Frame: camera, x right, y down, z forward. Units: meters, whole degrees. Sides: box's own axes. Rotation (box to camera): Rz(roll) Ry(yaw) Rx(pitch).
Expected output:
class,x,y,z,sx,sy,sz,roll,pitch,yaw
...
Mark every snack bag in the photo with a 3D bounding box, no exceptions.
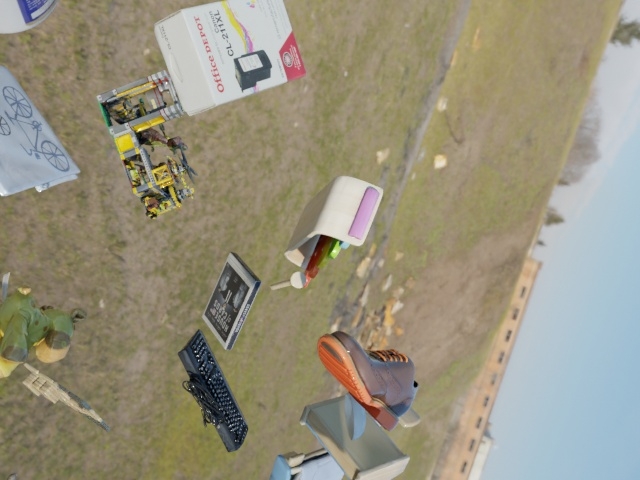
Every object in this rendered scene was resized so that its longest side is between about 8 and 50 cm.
class,x,y,z,sx,sy,sz,roll,pitch,yaw
snack bag,-0.721,-0.250,1.484,0.037,0.323,0.342,-30,-170,13

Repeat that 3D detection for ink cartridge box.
class,x,y,z,sx,sy,sz,roll,pitch,yaw
ink cartridge box,-0.119,-0.258,0.891,0.175,0.072,0.127,-31,109,-40

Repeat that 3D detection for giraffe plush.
class,x,y,z,sx,sy,sz,roll,pitch,yaw
giraffe plush,-0.590,0.190,1.345,0.170,0.181,0.210,31,58,-48

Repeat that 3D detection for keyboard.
class,x,y,z,sx,sy,sz,roll,pitch,yaw
keyboard,-0.151,0.233,0.979,0.192,0.038,0.100,66,22,-17

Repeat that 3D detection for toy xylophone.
class,x,y,z,sx,sy,sz,roll,pitch,yaw
toy xylophone,0.000,0.000,1.230,0.236,0.081,0.323,-65,-170,-9

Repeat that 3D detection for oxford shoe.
class,x,y,z,sx,sy,sz,roll,pitch,yaw
oxford shoe,0.075,0.184,0.944,0.098,0.097,0.271,-44,144,-9

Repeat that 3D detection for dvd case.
class,x,y,z,sx,sy,sz,roll,pitch,yaw
dvd case,-0.269,0.179,1.952,0.030,0.179,0.238,13,109,-40

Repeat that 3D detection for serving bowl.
class,x,y,z,sx,sy,sz,roll,pitch,yaw
serving bowl,0.064,0.315,1.169,0.083,0.027,0.083,177,-90,-81

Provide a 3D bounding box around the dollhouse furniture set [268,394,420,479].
class,x,y,z,sx,sy,sz,roll,pitch,yaw
dollhouse furniture set,0.068,0.516,1.440,0.286,0.198,0.303,-5,126,-38

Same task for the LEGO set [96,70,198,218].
class,x,y,z,sx,sy,sz,roll,pitch,yaw
LEGO set,-0.358,-0.230,1.512,0.255,0.192,0.331,74,-6,-74

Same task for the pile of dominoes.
class,x,y,z,sx,sy,sz,roll,pitch,yaw
pile of dominoes,-0.644,0.411,1.640,0.040,0.251,0.196,-52,147,-28

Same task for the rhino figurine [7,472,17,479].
class,x,y,z,sx,sy,sz,roll,pitch,yaw
rhino figurine,-0.541,0.497,1.117,0.106,0.243,0.073,-32,162,34

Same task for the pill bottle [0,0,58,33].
class,x,y,z,sx,sy,sz,roll,pitch,yaw
pill bottle,-0.265,-0.243,0.504,0.112,0.112,0.187,-68,-164,-8
